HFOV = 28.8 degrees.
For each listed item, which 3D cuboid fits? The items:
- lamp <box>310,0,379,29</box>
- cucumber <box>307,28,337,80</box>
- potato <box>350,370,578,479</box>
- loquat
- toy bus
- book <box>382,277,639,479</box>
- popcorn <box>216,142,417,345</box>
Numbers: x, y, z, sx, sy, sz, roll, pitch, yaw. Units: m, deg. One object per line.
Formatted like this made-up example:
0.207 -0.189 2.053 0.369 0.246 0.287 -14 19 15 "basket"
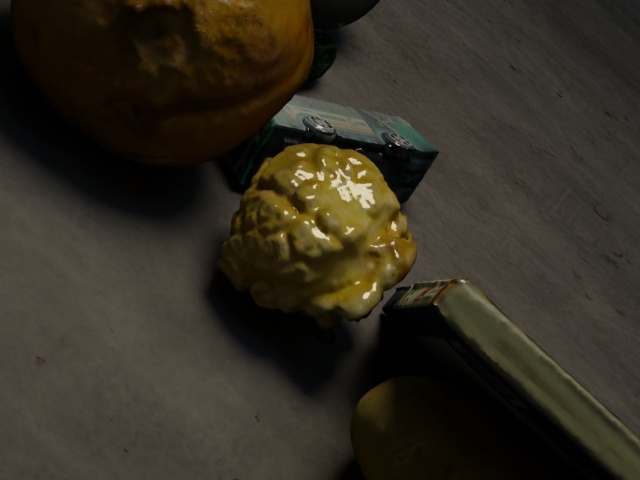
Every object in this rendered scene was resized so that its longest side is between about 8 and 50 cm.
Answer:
-0.050 -0.365 1.482 0.314 0.182 0.182 17 38 -36 "lamp"
-0.053 -0.203 1.380 0.074 0.074 0.241 47 27 10 "cucumber"
0.141 0.226 0.958 0.300 0.140 0.173 52 -12 19 "potato"
-0.132 -0.210 1.116 0.276 0.276 0.284 37 27 -7 "loquat"
0.010 -0.093 1.295 0.261 0.091 0.109 8 33 -46 "toy bus"
0.181 0.144 1.004 0.300 0.039 0.428 43 -3 0 "book"
0.000 0.000 1.088 0.180 0.180 0.170 -22 106 -58 "popcorn"
